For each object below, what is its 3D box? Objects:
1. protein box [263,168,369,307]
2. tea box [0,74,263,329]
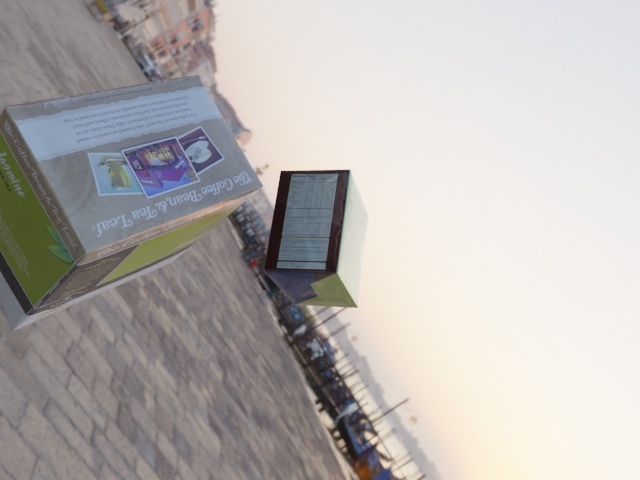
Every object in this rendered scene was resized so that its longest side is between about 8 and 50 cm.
[{"bbox_3d":[0.000,0.000,1.210,0.200,0.136,0.201,59,36,-62],"label":"protein box"},{"bbox_3d":[-0.331,-0.062,0.996,0.323,0.329,0.220,-32,-93,42],"label":"tea box"}]
